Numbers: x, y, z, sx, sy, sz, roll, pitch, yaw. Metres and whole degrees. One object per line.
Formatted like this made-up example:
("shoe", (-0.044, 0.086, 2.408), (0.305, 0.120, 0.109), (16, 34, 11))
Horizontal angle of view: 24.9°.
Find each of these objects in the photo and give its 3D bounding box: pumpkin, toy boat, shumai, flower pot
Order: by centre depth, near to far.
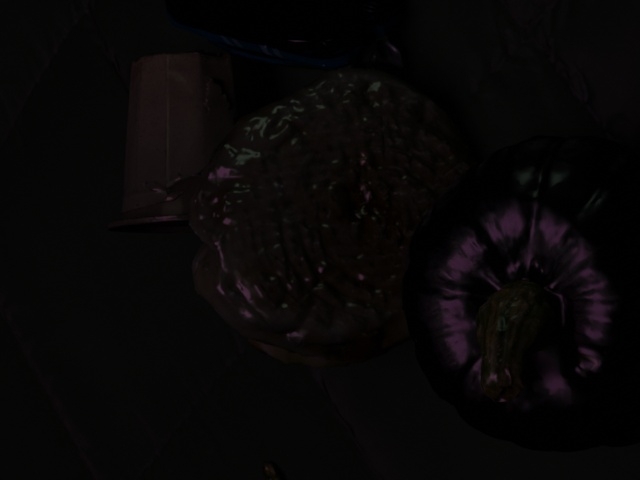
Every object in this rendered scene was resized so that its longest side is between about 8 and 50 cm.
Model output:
("pumpkin", (0.201, 0.050, 1.280), (0.296, 0.296, 0.295), (13, 109, 43))
("shumai", (0.000, 0.000, 1.525), (0.263, 0.309, 0.304), (133, 148, -66))
("toy boat", (-0.048, -0.231, 1.593), (0.299, 0.134, 0.092), (21, 140, 42))
("flower pot", (-0.138, -0.110, 1.660), (0.212, 0.212, 0.202), (0, 89, 45))

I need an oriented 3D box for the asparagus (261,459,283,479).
("asparagus", (-0.050, 0.322, 1.786), (0.021, 0.025, 0.108), (-31, 77, 54))
